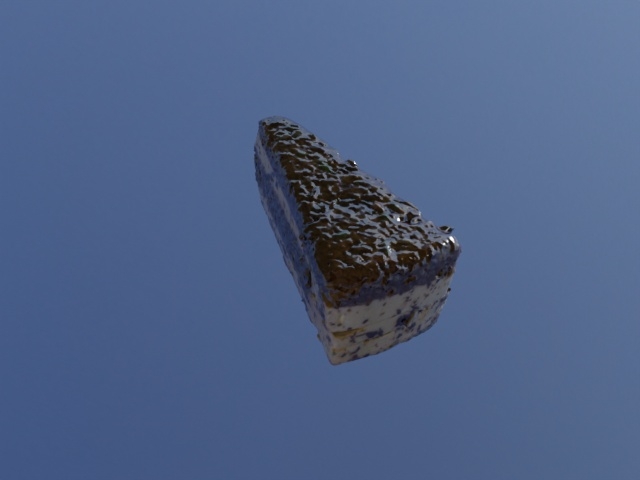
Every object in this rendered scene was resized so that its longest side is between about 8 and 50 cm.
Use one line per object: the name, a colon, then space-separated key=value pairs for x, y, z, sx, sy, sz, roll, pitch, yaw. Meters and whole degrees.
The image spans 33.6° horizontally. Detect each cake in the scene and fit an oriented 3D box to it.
cake: x=-0.011 y=-0.004 z=0.930 sx=0.246 sy=0.112 sz=0.135 roll=37 pitch=-133 yaw=26
